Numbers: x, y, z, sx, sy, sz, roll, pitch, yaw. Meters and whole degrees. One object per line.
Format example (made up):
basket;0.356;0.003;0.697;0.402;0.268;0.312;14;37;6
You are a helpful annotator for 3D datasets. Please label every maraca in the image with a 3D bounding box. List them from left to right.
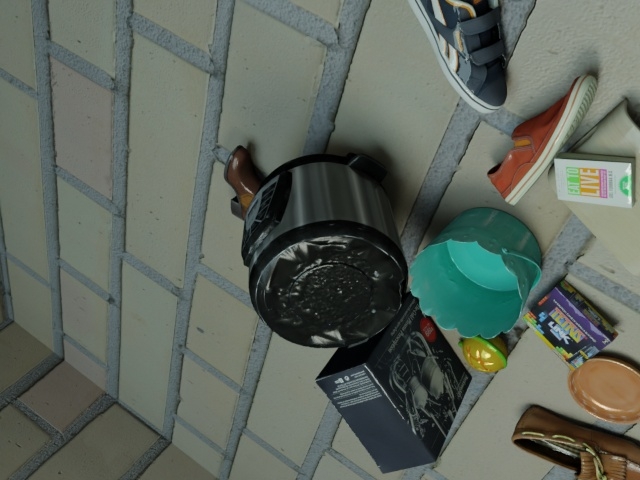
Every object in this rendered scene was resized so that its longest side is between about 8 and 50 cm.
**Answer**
maraca;0.417;0.289;1.835;0.127;0.099;0.185;44;163;6

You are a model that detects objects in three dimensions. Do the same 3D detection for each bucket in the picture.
bucket;0.365;0.071;1.642;0.281;0.183;0.281;21;133;25

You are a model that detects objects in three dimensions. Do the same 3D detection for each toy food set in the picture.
toy food set;0.623;-0.095;1.397;0.306;0.092;0.219;50;139;9

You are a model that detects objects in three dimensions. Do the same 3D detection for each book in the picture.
book;0.532;-0.117;1.379;0.144;0.035;0.096;10;125;39

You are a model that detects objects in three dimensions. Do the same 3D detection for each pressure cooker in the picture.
pressure cooker;0.004;0.004;1.714;0.370;0.420;0.375;-11;128;4

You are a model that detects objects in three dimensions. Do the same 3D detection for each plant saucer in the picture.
plant saucer;0.695;0.352;1.701;0.200;0.037;0.200;20;131;25

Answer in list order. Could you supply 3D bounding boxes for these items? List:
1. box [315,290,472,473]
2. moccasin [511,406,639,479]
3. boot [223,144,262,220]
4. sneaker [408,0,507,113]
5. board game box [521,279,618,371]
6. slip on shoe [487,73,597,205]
box;0.204;0.364;1.862;0.179;0.343;0.312;-27;103;37
moccasin;0.672;0.547;1.784;0.380;0.147;0.139;23;133;23
boot;-0.127;-0.115;1.955;0.281;0.096;0.264;23;132;22
sneaker;0.290;-0.403;1.384;0.127;0.126;0.321;-23;104;51
board game box;0.574;0.198;1.647;0.170;0.048;0.141;47;139;17
slip on shoe;0.437;-0.205;1.431;0.101;0.123;0.331;41;142;12
